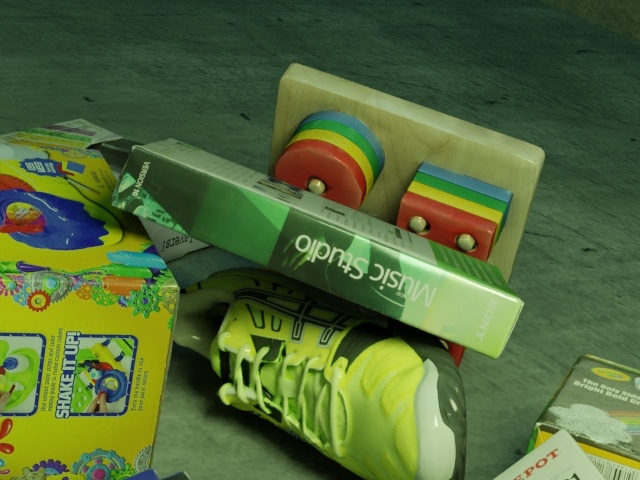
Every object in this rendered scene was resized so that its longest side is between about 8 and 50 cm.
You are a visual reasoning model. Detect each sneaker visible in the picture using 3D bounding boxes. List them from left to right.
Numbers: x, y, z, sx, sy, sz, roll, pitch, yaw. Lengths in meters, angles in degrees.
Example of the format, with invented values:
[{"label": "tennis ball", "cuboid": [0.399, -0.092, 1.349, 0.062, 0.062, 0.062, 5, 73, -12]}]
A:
[{"label": "sneaker", "cuboid": [-0.006, 0.121, 1.343, 0.147, 0.145, 0.384, -7, 16, -25]}]

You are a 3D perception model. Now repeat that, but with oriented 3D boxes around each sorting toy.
[{"label": "sorting toy", "cuboid": [0.057, -0.008, 1.546, 0.255, 0.257, 0.089, 20, 46, 11]}]

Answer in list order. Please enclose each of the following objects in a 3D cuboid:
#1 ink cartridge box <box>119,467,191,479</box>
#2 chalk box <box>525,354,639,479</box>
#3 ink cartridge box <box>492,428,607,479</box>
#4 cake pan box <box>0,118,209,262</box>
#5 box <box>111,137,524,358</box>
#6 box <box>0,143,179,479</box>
[{"label": "ink cartridge box", "cuboid": [-0.122, 0.242, 0.978, 0.175, 0.069, 0.371, -18, 29, -19]}, {"label": "chalk box", "cuboid": [0.241, 0.184, 1.293, 0.132, 0.132, 0.213, 18, 20, 17]}, {"label": "ink cartridge box", "cuboid": [0.163, 0.235, 1.089, 0.082, 0.139, 0.191, 52, 2, -29]}, {"label": "cake pan box", "cuboid": [-0.248, -0.047, 1.714, 0.245, 0.070, 0.267, 26, 24, 28]}, {"label": "box", "cuboid": [0.000, 0.000, 1.332, 0.322, 0.058, 0.232, 20, 5, 0]}, {"label": "box", "cuboid": [-0.290, 0.050, 1.285, 0.279, 0.177, 0.290, 2, 23, -22]}]
